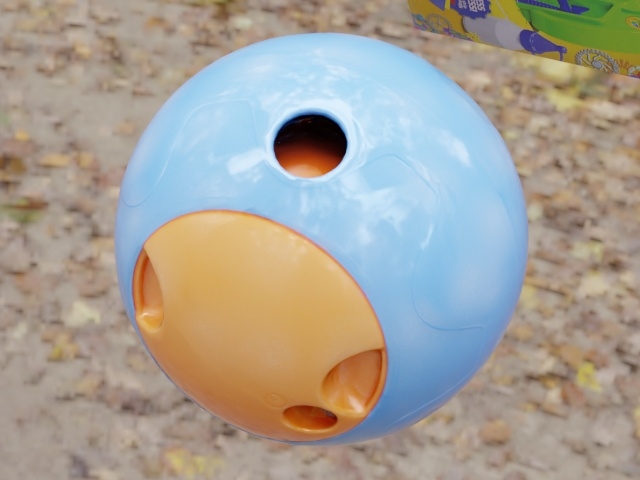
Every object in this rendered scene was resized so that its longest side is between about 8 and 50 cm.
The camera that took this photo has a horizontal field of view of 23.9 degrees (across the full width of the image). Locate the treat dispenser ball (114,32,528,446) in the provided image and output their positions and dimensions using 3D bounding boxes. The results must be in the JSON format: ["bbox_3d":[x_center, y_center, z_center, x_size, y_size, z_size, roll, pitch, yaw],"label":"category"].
[{"bbox_3d":[0.000,0.000,1.056,0.288,0.288,0.288,7,33,-5],"label":"treat dispenser ball"}]

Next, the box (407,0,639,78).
[{"bbox_3d":[0.203,-0.291,1.152,0.279,0.290,0.177,16,62,26],"label":"box"}]
